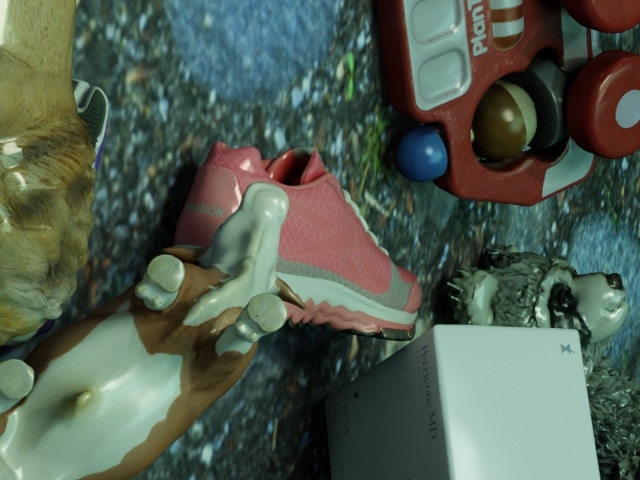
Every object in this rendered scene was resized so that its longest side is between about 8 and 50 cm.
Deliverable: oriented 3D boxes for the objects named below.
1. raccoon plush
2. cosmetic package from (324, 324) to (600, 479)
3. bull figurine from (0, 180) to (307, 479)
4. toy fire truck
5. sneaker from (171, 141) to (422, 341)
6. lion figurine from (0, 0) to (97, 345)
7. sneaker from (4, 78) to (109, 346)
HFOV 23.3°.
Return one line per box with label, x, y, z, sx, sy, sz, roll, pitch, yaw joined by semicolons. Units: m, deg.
raccoon plush;0.165;0.217;1.546;0.446;0.299;0.216;-47;175;6
cosmetic package;0.113;0.207;1.256;0.138;0.225;0.224;4;68;-24
bull figurine;-0.114;0.076;0.941;0.310;0.101;0.188;-43;177;-15
toy fire truck;0.160;-0.167;1.388;0.254;0.169;0.302;-23;122;-26
sneaker;0.000;0.000;1.194;0.314;0.116;0.136;13;88;-60
lion figurine;-0.178;-0.145;0.824;0.240;0.142;0.392;30;70;-66
sneaker;-0.172;-0.018;0.968;0.071;0.068;0.170;-1;110;-74
